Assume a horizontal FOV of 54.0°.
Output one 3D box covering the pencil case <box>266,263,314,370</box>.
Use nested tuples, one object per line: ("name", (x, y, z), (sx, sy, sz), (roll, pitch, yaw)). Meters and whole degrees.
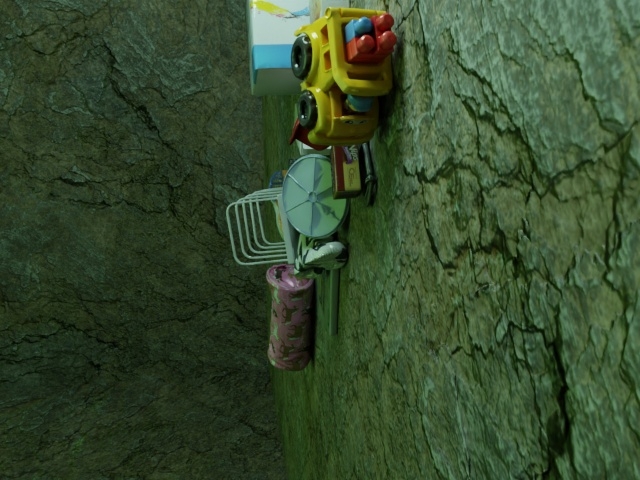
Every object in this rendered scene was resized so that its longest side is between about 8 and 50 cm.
("pencil case", (-0.104, 0.260, 2.106), (0.167, 0.160, 0.385), (-63, -21, -56))

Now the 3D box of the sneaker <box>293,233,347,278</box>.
("sneaker", (0.000, 0.000, 1.581), (0.235, 0.094, 0.152), (133, 141, -67))

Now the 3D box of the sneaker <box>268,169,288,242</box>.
("sneaker", (-0.131, -0.112, 2.277), (0.131, 0.112, 0.296), (103, 162, -60))

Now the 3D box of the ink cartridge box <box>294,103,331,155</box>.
("ink cartridge box", (-0.010, -0.274, 1.563), (0.143, 0.092, 0.089), (-110, 19, -55))

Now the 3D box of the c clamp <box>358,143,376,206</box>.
("c clamp", (0.087, -0.152, 1.233), (0.137, 0.022, 0.160), (111, 154, -68))

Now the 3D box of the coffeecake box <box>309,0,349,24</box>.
("coffeecake box", (0.018, -0.525, 1.381), (0.142, 0.068, 0.185), (-133, 40, -74))

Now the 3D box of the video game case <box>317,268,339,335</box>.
("video game case", (0.020, 0.119, 1.720), (0.193, 0.023, 0.212), (-112, 20, -62))

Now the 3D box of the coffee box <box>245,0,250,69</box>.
("coffee box", (-0.155, -0.665, 2.063), (0.119, 0.168, 0.297), (107, 159, -64))

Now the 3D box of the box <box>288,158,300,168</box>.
("box", (-0.062, -0.226, 1.957), (0.083, 0.067, 0.018), (-105, 15, -48))

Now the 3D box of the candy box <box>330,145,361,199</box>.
("candy box", (0.049, -0.146, 1.298), (0.186, 0.053, 0.109), (71, -165, -88))

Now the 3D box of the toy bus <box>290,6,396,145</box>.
("toy bus", (0.059, -0.287, 1.069), (0.211, 0.150, 0.220), (-9, 86, 64))

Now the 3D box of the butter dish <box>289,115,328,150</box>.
("butter dish", (0.021, -0.252, 1.349), (0.160, 0.118, 0.160), (-50, 3, -12))

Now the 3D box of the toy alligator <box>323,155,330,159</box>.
("toy alligator", (-0.014, -0.232, 1.649), (0.051, 0.056, 0.189), (-56, 27, 22))

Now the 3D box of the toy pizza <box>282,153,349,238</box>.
("toy pizza", (-0.009, -0.105, 1.498), (0.201, 0.032, 0.201), (6, 100, 36))

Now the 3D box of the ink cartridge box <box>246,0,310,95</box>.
("ink cartridge box", (-0.080, -0.524, 1.567), (0.198, 0.197, 0.269), (151, 116, -80))

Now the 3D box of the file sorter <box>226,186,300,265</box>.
("file sorter", (-0.136, -0.051, 1.818), (0.277, 0.173, 0.192), (-45, -52, -73))
